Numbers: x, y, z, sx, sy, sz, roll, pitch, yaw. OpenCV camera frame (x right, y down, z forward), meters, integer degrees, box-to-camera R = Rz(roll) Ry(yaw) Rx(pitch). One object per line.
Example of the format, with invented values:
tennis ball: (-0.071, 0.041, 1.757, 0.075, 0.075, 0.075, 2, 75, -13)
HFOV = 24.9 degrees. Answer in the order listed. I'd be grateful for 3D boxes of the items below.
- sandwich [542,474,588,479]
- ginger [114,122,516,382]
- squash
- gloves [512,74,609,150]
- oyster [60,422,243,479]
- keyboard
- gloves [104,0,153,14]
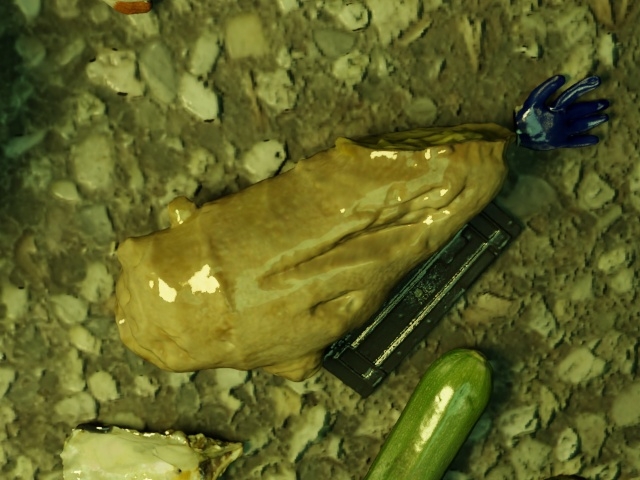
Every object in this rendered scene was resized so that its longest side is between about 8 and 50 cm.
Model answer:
sandwich: (0.235, 0.255, 1.343, 0.069, 0.026, 0.101, -41, 111, 4)
ginger: (0.000, 0.000, 1.162, 0.354, 0.126, 0.190, -33, 106, 4)
squash: (0.082, 0.194, 1.277, 0.066, 0.066, 0.228, 24, 105, -17)
gloves: (0.202, -0.107, 1.213, 0.086, 0.026, 0.064, -8, 108, -7)
oyster: (-0.156, 0.194, 1.244, 0.146, 0.045, 0.121, -39, 114, 12)
keyboard: (0.085, 0.046, 1.252, 0.061, 0.013, 0.204, 39, 98, -20)
gloves: (-0.166, -0.236, 1.053, 0.219, 0.131, 0.140, 19, 107, -6)
